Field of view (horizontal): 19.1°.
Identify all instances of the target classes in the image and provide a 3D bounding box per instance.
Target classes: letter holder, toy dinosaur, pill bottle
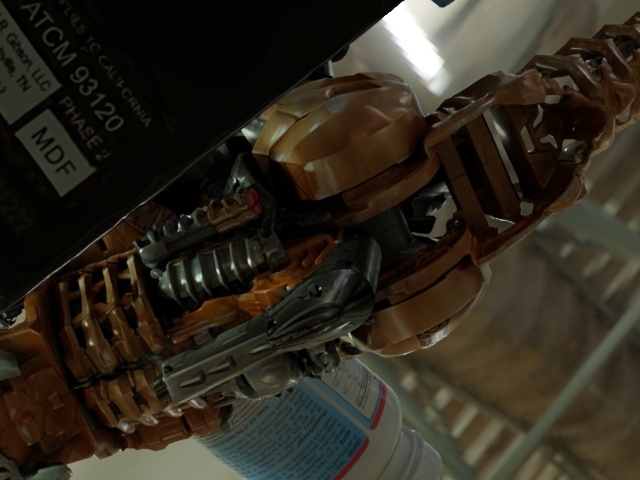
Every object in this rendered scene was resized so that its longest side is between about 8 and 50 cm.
[{"bbox_3d":[-0.147,-0.153,0.568,0.152,0.302,0.214,-39,18,-12],"label":"letter holder"},{"bbox_3d":[0.000,0.000,0.679,0.322,0.164,0.218,-6,11,-14],"label":"toy dinosaur"},{"bbox_3d":[-0.016,0.087,0.971,0.087,0.160,0.087,-41,21,19],"label":"pill bottle"}]

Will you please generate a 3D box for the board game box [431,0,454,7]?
[{"bbox_3d":[-0.034,-0.108,0.347,0.033,0.133,0.168,-31,-38,26],"label":"board game box"}]
